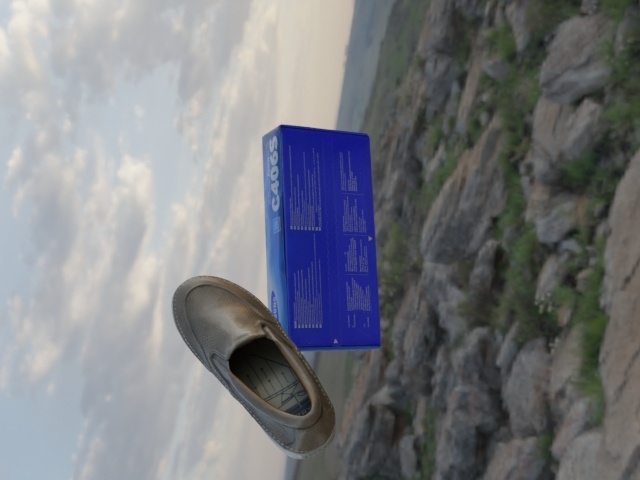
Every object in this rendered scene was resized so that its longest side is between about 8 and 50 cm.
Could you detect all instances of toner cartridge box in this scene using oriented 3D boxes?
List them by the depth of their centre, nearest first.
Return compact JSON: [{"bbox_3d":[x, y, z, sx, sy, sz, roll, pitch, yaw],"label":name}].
[{"bbox_3d":[0.000,0.000,1.333,0.075,0.165,0.347,-20,70,61],"label":"toner cartridge box"}]

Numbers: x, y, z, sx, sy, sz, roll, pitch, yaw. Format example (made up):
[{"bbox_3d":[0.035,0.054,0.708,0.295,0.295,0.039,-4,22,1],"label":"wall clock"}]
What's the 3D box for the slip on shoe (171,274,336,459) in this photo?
[{"bbox_3d":[-0.041,0.063,0.475,0.135,0.051,0.041,50,165,31],"label":"slip on shoe"}]
